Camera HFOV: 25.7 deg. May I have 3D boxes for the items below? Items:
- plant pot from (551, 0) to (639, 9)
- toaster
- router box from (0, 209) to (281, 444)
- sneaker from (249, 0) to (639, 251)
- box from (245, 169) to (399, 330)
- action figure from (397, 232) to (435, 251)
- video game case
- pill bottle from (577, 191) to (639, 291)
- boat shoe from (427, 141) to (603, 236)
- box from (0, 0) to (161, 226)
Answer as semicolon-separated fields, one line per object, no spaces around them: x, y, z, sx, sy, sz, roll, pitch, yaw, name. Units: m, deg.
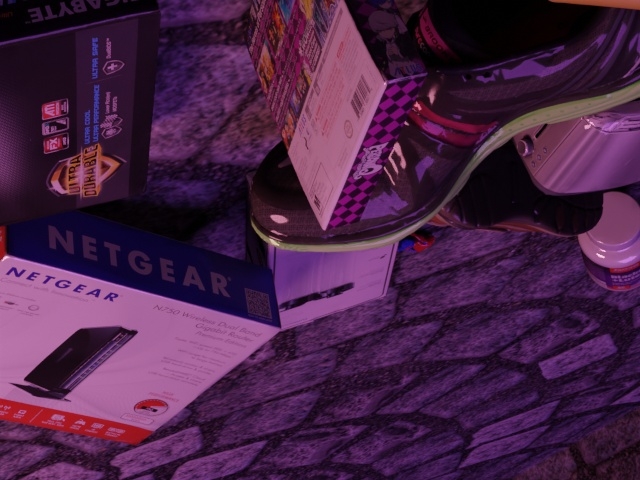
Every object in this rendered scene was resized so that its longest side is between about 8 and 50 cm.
0.291;-0.282;1.103;0.239;0.254;0.254;-6;158;3;plant pot
0.335;-0.143;1.579;0.227;0.129;0.146;-10;153;-24;toaster
-0.266;0.098;1.522;0.335;0.082;0.301;17;138;-35;router box
0.118;-0.159;1.338;0.483;0.185;0.202;-32;138;15;sneaker
0.000;0.000;1.646;0.169;0.087;0.290;-18;157;-10;box
0.112;0.004;1.836;0.115;0.030;0.038;-6;158;-46;action figure
0.003;-0.152;1.142;0.042;0.210;0.232;-15;156;-19;video game case
0.424;-0.002;2.006;0.108;0.108;0.193;-25;158;6;pill bottle
0.213;-0.067;1.684;0.324;0.122;0.120;4;176;-44;boat shoe
-0.289;-0.102;1.173;0.293;0.073;0.295;-16;156;-18;box
